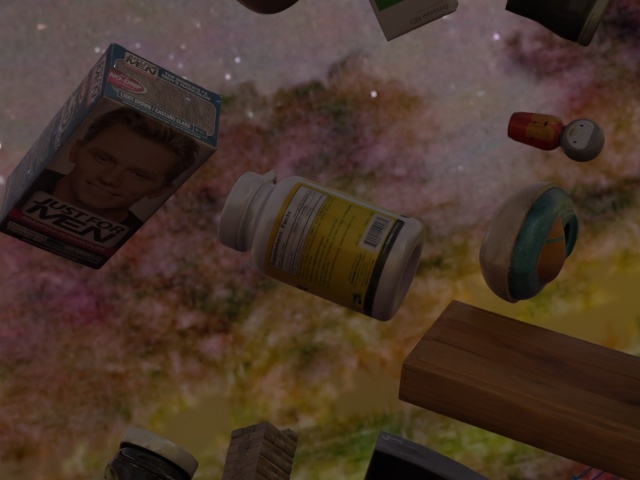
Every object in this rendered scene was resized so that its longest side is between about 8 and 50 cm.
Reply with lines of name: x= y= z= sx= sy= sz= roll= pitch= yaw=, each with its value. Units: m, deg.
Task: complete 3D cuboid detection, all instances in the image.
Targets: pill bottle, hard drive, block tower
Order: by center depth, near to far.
pill bottle: x=0.000 y=0.000 z=1.960 sx=0.334 sy=0.188 sz=0.188 roll=21 pitch=1 yaw=13
block tower: x=-0.125 y=0.478 z=1.970 sx=0.091 sy=0.335 sz=0.097 roll=-22 pitch=-50 yaw=34
hard drive: x=0.195 y=0.474 z=2.061 sx=0.254 sy=0.172 sz=0.054 roll=23 pitch=21 yaw=17

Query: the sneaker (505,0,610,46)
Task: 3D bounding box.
sneaker: x=0.310 y=-0.351 z=1.339 sx=0.118 sy=0.222 sz=0.083 roll=24 pitch=-14 yaw=5

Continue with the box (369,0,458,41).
box: x=0.120 y=-0.326 z=1.480 sx=0.101 sy=0.087 sz=0.102 roll=-22 pitch=13 yaw=15

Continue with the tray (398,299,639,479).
tray: x=0.340 y=0.212 z=1.594 sx=0.410 sy=0.076 sz=0.203 roll=17 pitch=31 yaw=21

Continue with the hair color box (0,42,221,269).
hair color box: x=-0.304 y=-0.106 z=1.579 sx=0.174 sy=0.105 sz=0.347 roll=24 pitch=-43 yaw=-27

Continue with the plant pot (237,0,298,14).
plant pot: x=-0.151 y=-0.665 z=2.468 sx=0.284 sy=0.284 sz=0.191 roll=-19 pitch=-21 yaw=35

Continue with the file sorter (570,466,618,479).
file sorter: x=0.526 y=0.450 z=1.905 sx=0.104 sy=0.170 sz=0.118 roll=-39 pitch=-27 yaw=4

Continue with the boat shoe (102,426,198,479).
boat shoe: x=-0.210 y=0.323 z=1.315 sx=0.127 sy=0.113 sz=0.340 roll=26 pitch=-27 yaw=-1

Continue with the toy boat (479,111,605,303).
toy boat: x=0.357 y=-0.050 z=1.784 sx=0.148 sy=0.318 sz=0.267 roll=16 pitch=29 yaw=24

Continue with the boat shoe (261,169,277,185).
boat shoe: x=-0.120 y=-0.092 z=2.329 sx=0.080 sy=0.076 sz=0.228 roll=-27 pitch=8 yaw=6
